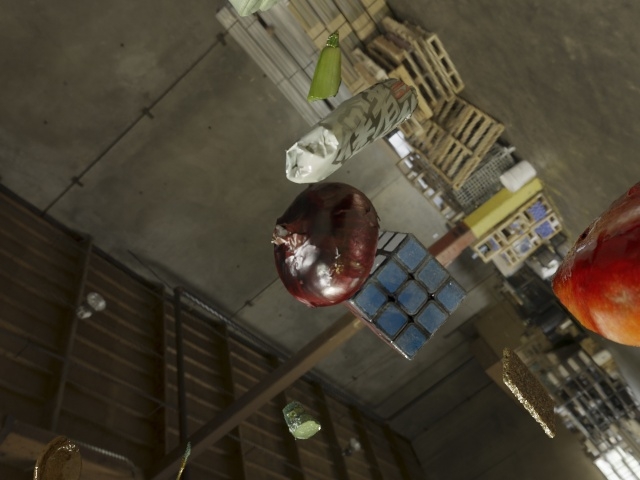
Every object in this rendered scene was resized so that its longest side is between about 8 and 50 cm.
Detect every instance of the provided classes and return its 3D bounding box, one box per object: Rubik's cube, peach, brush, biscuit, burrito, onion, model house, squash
[{"bbox_3d":[0.253,0.170,1.627,0.305,0.301,0.303,45,173,-14],"label":"Rubik's cube"},{"bbox_3d":[0.257,-0.012,0.356,0.068,0.189,0.279,43,157,-4],"label":"peach"},{"bbox_3d":[-0.437,0.732,1.451,0.010,0.218,0.082,22,164,-12],"label":"brush"},{"bbox_3d":[0.552,0.396,1.255,0.231,0.025,0.131,48,-145,-14],"label":"biscuit"},{"bbox_3d":[0.098,-0.257,1.008,0.101,0.139,0.445,43,-126,11],"label":"burrito"},{"bbox_3d":[0.000,0.000,1.129,0.232,0.314,0.314,20,-152,-39],"label":"onion"},{"bbox_3d":[-0.049,0.415,1.124,0.079,0.066,0.083,44,-172,-46],"label":"model house"},{"bbox_3d":[0.025,-0.472,1.308,0.075,0.200,0.090,16,178,-29],"label":"squash"}]

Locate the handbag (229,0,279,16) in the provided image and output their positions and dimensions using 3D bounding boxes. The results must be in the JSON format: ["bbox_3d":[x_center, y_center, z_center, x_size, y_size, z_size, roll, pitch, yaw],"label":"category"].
[{"bbox_3d":[-0.015,-0.413,0.614,0.079,0.219,0.256,51,150,-8],"label":"handbag"}]

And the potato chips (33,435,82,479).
[{"bbox_3d":[-0.811,0.709,1.447,0.195,0.061,0.208,-24,-78,-78],"label":"potato chips"}]
